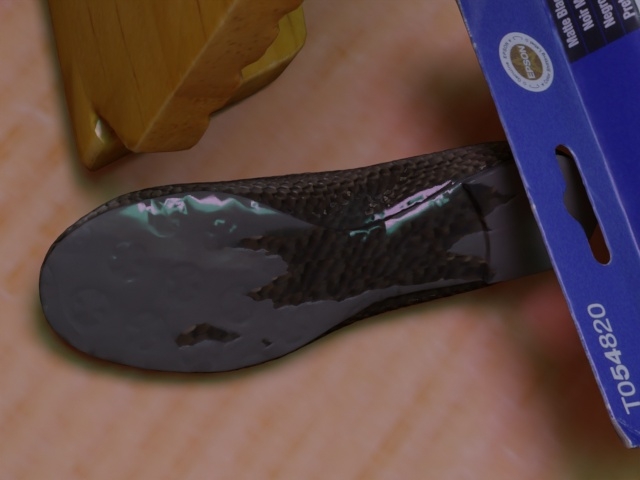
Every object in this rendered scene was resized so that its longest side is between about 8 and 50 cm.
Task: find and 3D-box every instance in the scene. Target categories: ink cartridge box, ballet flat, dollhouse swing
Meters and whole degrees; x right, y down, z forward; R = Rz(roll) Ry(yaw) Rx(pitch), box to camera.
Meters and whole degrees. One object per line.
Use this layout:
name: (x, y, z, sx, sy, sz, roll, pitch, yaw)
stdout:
ink cartridge box: (0.185, -0.027, 0.746, 0.224, 0.045, 0.223, -4, 68, -39)
ballet flat: (0.000, 0.000, 0.731, 0.249, 0.058, 0.084, -13, 107, -13)
dollhouse swing: (0.065, -0.228, 0.685, 0.304, 0.347, 0.315, -4, 69, -27)
